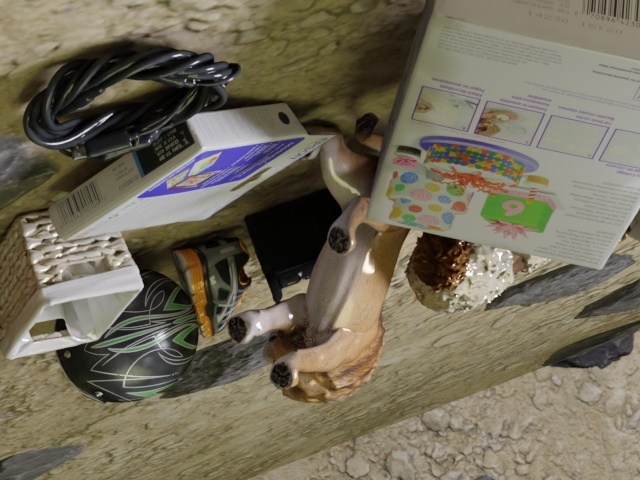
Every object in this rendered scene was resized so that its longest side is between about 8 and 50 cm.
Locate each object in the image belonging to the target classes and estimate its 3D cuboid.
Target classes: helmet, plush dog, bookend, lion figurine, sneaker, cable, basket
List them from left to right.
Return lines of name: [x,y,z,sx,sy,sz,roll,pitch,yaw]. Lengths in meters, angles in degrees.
basket: [-0.268,0.040,1.609,0.113,0.103,0.167,-11,163,-30]
helmet: [-0.223,0.108,1.789,0.169,0.169,0.161,-15,180,-16]
cable: [-0.157,-0.124,1.319,0.185,0.047,0.150,-18,160,2]
sneaker: [-0.122,0.056,1.890,0.083,0.084,0.215,-24,165,-9]
bookend: [0.000,0.000,1.862,0.156,0.072,0.157,-20,165,-3]
lion figurine: [0.031,0.026,1.699,0.240,0.142,0.392,-11,134,-55]
plush dog: [0.190,-0.009,1.727,0.225,0.210,0.262,-43,166,-4]

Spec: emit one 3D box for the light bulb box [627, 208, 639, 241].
light bulb box: [0.553,-0.108,1.619,0.361,0.225,0.358,-14,-160,-19]

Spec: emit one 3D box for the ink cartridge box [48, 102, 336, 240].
ink cartridge box: [-0.122,-0.067,1.521,0.206,0.045,0.208,-30,167,35]

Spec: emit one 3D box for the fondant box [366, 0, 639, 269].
fondant box: [0.188,-0.111,1.400,0.238,0.096,0.330,12,148,-2]
